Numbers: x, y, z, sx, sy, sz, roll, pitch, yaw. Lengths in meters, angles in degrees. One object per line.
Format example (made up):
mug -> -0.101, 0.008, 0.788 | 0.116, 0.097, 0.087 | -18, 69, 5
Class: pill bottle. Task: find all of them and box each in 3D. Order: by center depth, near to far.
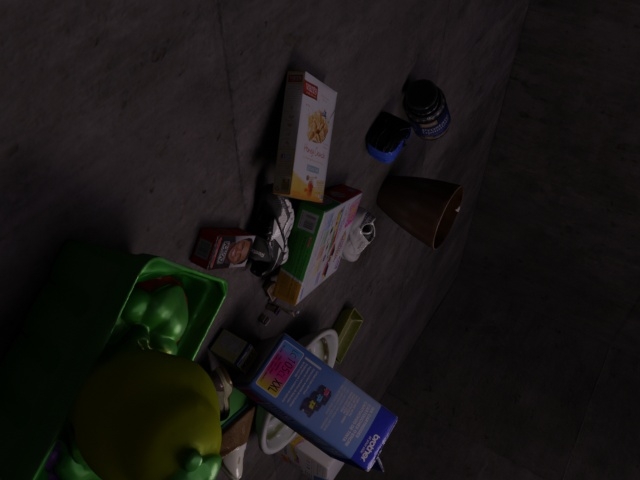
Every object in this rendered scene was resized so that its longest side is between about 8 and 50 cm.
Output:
pill bottle -> 0.316, -0.390, 1.832 | 0.123, 0.122, 0.219 | -64, 159, -2

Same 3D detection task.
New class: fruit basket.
fruit basket -> -0.245, 0.207, 0.834 | 0.392, 0.391, 0.283 | -63, 159, -4

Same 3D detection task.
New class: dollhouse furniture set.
dollhouse furniture set -> -0.103, 0.160, 1.503 | 0.091, 0.081, 0.114 | -56, 157, -22

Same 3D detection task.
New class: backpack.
backpack -> 0.186, -0.270, 1.692 | 0.120, 0.097, 0.101 | -57, 161, -23

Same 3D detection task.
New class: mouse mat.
mouse mat -> -0.226, 0.443, 1.630 | 0.190, 0.007, 0.152 | -64, 159, 0

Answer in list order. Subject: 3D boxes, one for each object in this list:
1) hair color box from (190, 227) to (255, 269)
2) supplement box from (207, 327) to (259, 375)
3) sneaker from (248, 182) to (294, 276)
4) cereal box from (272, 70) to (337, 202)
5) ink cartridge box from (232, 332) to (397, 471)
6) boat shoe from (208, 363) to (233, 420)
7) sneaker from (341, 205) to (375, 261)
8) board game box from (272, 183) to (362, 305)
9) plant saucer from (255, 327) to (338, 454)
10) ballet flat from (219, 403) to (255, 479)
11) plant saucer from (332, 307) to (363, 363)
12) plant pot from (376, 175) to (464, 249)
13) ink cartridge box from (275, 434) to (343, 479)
hair color box -> -0.187, 0.015, 1.198 | 0.141, 0.043, 0.072 | -4, 116, -67
supplement box -> -0.194, 0.250, 1.384 | 0.056, 0.083, 0.083 | -57, 157, -19
sneaker -> -0.113, -0.009, 1.300 | 0.106, 0.078, 0.234 | -49, 156, -41
cereal box -> -0.028, -0.203, 1.248 | 0.173, 0.047, 0.241 | 2, 96, -68
ink cartridge box -> 0.001, 0.400, 1.473 | 0.151, 0.395, 0.270 | -56, -173, -19
boat shoe -> -0.248, 0.355, 1.399 | 0.073, 0.080, 0.224 | -17, 149, -25
sneaker -> 0.109, -0.006, 1.807 | 0.090, 0.094, 0.235 | -54, 158, -30
board game box -> 0.000, 0.000, 1.537 | 0.316, 0.064, 0.243 | -32, 142, -67
plant saucer -> -0.088, 0.421, 1.802 | 0.400, 0.100, 0.401 | -49, 153, -36
ballet flat -> -0.256, 0.513, 1.371 | 0.342, 0.124, 0.116 | -34, 167, -31
plant saucer -> 0.076, 0.328, 2.161 | 0.189, 0.045, 0.188 | -60, 158, -11
plant pot -> 0.303, -0.114, 1.954 | 0.215, 0.230, 0.216 | -49, 153, -35
ink cartridge box -> -0.028, 0.651, 2.012 | 0.168, 0.232, 0.171 | -46, 153, -35
